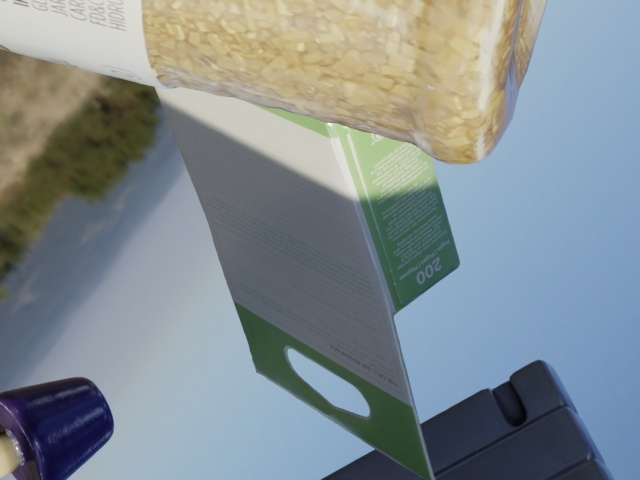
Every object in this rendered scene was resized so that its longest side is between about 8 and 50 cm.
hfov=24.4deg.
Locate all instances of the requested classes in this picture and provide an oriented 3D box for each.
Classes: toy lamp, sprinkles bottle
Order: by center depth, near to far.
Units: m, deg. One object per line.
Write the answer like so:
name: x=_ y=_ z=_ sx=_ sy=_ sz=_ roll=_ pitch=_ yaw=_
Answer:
sprinkles bottle: x=-0.111 y=-0.118 z=0.409 sx=0.121 sy=0.355 sz=0.121 roll=15 pitch=90 yaw=-80
toy lamp: x=-0.260 y=0.168 z=0.960 sx=0.275 sy=0.080 sz=0.080 roll=-28 pitch=173 yaw=-29

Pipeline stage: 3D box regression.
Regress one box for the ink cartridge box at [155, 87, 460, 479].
ink cartridge box: x=0.000 y=0.000 z=0.789 sx=0.056 sy=0.235 sz=0.171 roll=-36 pitch=-142 yaw=-23

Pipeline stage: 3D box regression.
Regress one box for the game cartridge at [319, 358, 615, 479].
game cartridge: x=0.039 y=0.257 z=0.914 sx=0.355 sy=0.230 sz=0.068 roll=-30 pitch=157 yaw=9
